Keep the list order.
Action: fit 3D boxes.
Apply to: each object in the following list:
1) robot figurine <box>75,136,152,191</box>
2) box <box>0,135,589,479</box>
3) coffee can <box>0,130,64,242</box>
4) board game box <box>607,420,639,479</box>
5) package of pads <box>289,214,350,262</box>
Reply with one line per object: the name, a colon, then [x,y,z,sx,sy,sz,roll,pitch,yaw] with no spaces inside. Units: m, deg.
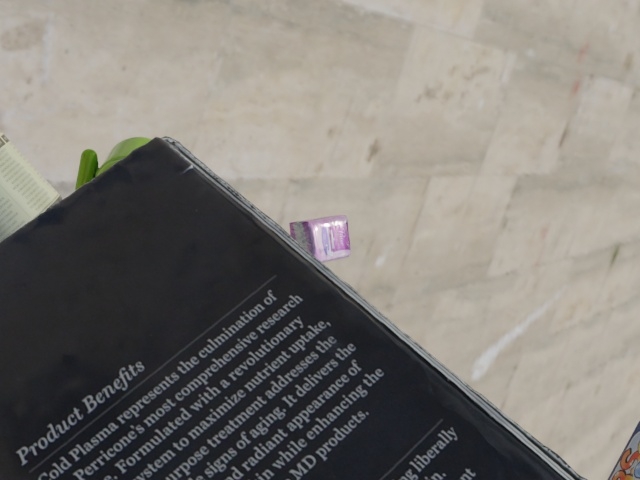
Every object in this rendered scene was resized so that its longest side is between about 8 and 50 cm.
robot figurine: [-0.169,-0.052,0.974,0.115,0.101,0.067,-85,-178,-65]
box: [-0.068,0.259,0.901,0.297,0.471,0.480,-37,154,-26]
coffee can: [-0.490,-0.083,1.375,0.275,0.201,0.201,49,59,-14]
board game box: [0.357,0.316,1.201,0.035,0.136,0.201,27,91,-18]
package of pads: [0.000,0.000,1.180,0.083,0.032,0.050,-11,96,-57]
